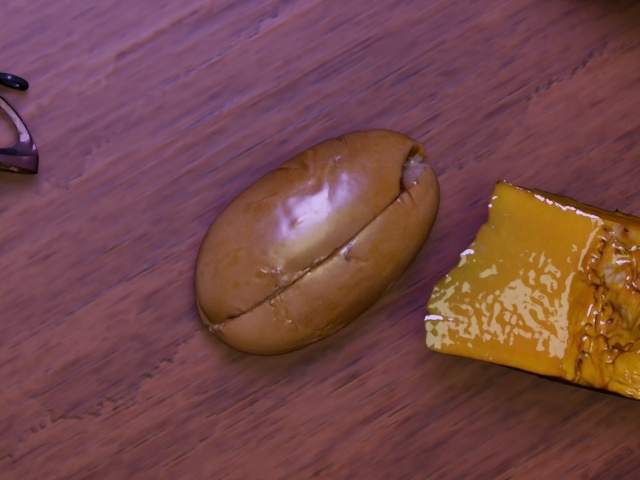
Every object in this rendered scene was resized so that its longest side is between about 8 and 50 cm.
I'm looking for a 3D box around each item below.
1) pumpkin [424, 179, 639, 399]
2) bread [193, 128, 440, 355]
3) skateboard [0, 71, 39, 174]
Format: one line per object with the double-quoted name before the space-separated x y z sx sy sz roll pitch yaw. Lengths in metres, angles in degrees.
"pumpkin" 0.205 0.046 1.146 0.248 0.126 0.131 20 98 8
"bread" 0.000 0.000 1.124 0.189 0.077 0.114 -38 95 -3
"skateboard" -0.251 -0.076 1.087 0.151 0.067 0.080 11 82 -16
